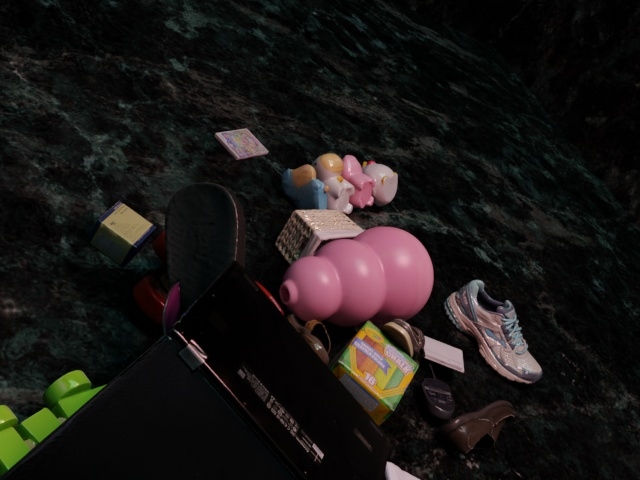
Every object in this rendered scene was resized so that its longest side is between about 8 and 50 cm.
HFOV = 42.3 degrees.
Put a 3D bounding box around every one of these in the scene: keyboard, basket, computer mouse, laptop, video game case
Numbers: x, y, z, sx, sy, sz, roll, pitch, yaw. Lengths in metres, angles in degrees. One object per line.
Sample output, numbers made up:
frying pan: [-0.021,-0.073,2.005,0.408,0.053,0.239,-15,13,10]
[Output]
keyboard: [0.191,0.214,1.768,0.256,0.014,0.072,22,26,-8]
basket: [0.000,0.000,1.786,0.167,0.113,0.103,-3,43,-50]
computer mouse: [0.228,0.290,1.727,0.071,0.041,0.242,18,29,-14]
laptop: [-0.132,0.297,1.121,0.382,0.236,0.408,51,21,-7]
video game case: [-0.190,-0.233,2.000,0.087,0.011,0.122,47,32,15]

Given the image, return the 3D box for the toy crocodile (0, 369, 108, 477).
toy crocodile: [-0.365,0.266,1.092,0.115,0.105,0.340,47,28,12]

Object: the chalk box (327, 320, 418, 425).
chalk box: [0.083,0.252,1.526,0.132,0.132,0.213,40,31,3]

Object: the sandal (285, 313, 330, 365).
sandal: [-0.013,0.177,1.511,0.090,0.060,0.219,60,-9,-8]

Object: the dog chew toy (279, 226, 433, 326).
dog chew toy: [0.068,0.084,1.678,0.332,0.206,0.206,-9,53,-34]

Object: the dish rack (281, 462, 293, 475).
dish rack: [0.044,0.475,1.256,0.333,0.072,0.285,23,33,-25]

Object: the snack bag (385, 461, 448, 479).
snack bag: [0.231,0.529,1.324,0.342,0.037,0.323,37,28,-35]

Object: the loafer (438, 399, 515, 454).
loafer: [0.323,0.384,1.668,0.220,0.080,0.078,-7,62,-43]

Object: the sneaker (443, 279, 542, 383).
sneaker: [0.419,0.212,1.935,0.283,0.122,0.110,45,32,12]

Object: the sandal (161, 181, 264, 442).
sandal: [-0.184,0.127,1.267,0.107,0.167,0.446,22,57,-69]

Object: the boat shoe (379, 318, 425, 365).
boat shoe: [0.167,0.199,1.620,0.080,0.223,0.073,35,70,26]

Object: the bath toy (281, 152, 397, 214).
bath toy: [0.057,-0.143,2.036,0.129,0.151,0.348,14,15,35]

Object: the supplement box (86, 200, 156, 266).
supplement box: [-0.359,-0.012,1.491,0.083,0.056,0.083,36,31,-4]

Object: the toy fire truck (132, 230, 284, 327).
toy fire truck: [-0.166,0.113,1.457,0.302,0.169,0.254,50,9,18]
